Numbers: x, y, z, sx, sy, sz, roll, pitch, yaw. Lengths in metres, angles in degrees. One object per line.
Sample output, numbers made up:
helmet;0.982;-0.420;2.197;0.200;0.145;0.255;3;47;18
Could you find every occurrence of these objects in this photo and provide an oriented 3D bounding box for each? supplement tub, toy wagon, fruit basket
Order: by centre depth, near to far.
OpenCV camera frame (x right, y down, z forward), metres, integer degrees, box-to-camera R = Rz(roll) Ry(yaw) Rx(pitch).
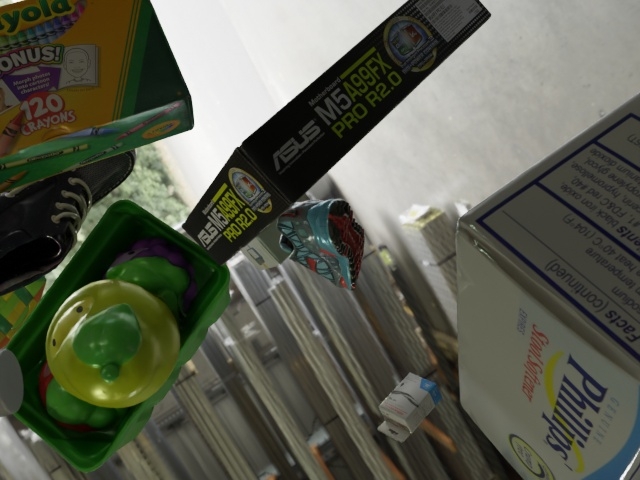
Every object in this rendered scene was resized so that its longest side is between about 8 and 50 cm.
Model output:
supplement tub;-0.371;0.154;0.688;0.071;0.107;0.071;168;90;-86
fruit basket;-0.312;0.136;0.987;0.283;0.392;0.392;32;160;17
toy wagon;-0.674;0.112;1.369;0.068;0.267;0.344;27;156;4

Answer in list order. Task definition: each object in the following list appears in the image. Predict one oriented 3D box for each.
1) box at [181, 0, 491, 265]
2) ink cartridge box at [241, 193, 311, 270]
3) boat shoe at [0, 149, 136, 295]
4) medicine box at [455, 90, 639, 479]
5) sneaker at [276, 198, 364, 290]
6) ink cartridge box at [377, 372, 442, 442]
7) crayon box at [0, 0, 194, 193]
box;0.006;-0.105;0.612;0.060;0.270;0.216;47;155;-6
ink cartridge box;-0.095;-0.017;1.565;0.093;0.154;0.212;49;162;-9
boat shoe;-0.381;-0.041;0.983;0.158;0.340;0.127;31;143;31
medicine box;0.249;0.030;0.461;0.149;0.289;0.263;48;165;35
sneaker;0.000;0.000;1.108;0.125;0.104;0.262;7;155;17
ink cartridge box;0.111;0.214;0.865;0.048;0.083;0.028;14;138;49
crayon box;-0.293;-0.160;0.706;0.081;0.278;0.165;111;137;-72
